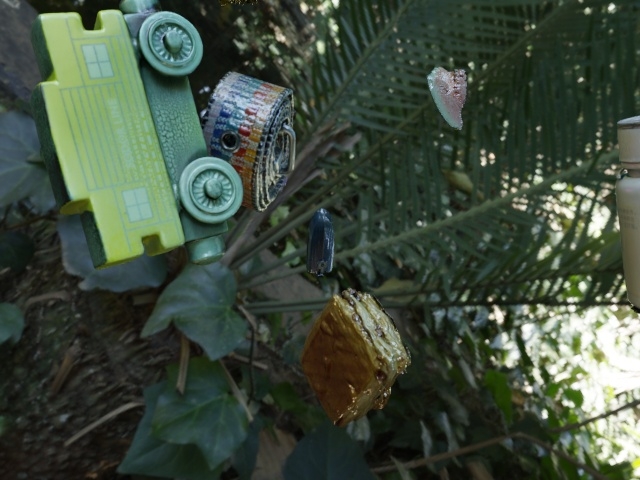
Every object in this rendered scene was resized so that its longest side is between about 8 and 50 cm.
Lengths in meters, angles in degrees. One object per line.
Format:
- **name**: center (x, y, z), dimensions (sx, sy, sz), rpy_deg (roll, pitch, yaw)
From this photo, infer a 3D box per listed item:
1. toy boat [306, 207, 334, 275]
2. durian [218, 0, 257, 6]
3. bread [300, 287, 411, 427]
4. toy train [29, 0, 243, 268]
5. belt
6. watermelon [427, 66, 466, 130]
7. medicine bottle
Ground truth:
- **toy boat**: center (0.000, 0.000, 1.208), dimensions (0.060, 0.055, 0.141), rpy_deg (-119, -152, -60)
- **durian**: center (-0.078, -0.471, 0.948), dimensions (0.095, 0.220, 0.137), rpy_deg (44, -20, 51)
- **bread**: center (0.098, 0.306, 1.552), dimensions (0.166, 0.325, 0.278), rpy_deg (-2, 44, -37)
- **toy train**: center (-0.293, -0.160, 0.919), dimensions (0.272, 0.179, 0.443), rpy_deg (-15, 91, -27)
- **belt**: center (-0.130, -0.175, 1.157), dimensions (0.160, 0.295, 0.207), rpy_deg (17, 49, 6)
- **watermelon**: center (0.279, -0.321, 1.314), dimensions (0.101, 0.080, 0.155), rpy_deg (-9, 97, -56)
- **medicine bottle**: center (0.472, -0.040, 0.779), dimensions (0.143, 0.143, 0.258), rpy_deg (-43, 122, -69)
